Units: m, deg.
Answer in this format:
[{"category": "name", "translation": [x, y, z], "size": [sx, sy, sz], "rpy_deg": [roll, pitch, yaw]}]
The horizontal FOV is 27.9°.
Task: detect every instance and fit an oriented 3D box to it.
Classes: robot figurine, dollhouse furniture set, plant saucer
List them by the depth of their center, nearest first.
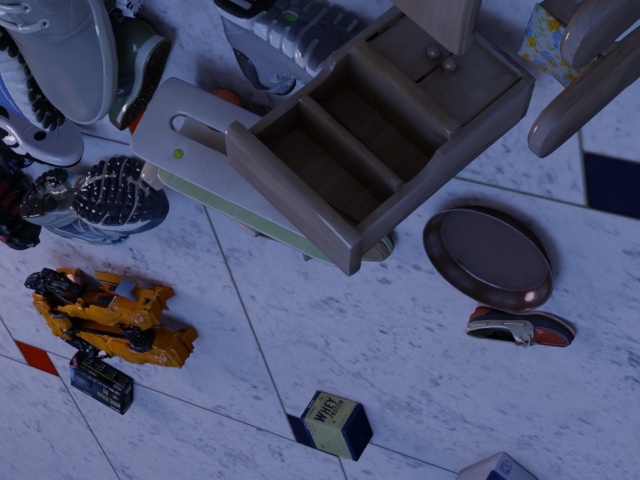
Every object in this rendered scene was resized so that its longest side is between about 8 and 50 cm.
[{"category": "dollhouse furniture set", "translation": [0.060, -0.185, 1.088], "size": [0.362, 0.256, 0.394], "rpy_deg": [43, 161, 18]}, {"category": "plant saucer", "translation": [0.201, 0.016, 1.516], "size": [0.168, 0.029, 0.168], "rpy_deg": [23, 146, 17]}, {"category": "robot figurine", "translation": [-0.350, 0.122, 2.110], "size": [0.291, 0.085, 0.211], "rpy_deg": [10, 140, 33]}]

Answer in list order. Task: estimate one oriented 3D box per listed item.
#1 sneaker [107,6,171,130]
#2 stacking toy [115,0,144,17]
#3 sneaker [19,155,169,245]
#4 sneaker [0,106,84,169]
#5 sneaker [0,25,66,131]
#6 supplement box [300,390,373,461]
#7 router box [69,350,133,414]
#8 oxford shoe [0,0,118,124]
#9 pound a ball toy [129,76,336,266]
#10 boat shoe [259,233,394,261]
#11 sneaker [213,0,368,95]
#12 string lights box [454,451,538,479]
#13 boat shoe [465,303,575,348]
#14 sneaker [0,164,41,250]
[{"category": "sneaker", "translation": [-0.246, -0.218, 1.598], "size": [0.086, 0.064, 0.192], "rpy_deg": [42, 148, 3]}, {"category": "stacking toy", "translation": [-0.296, -0.357, 1.466], "size": [0.167, 0.052, 0.221], "rpy_deg": [15, 142, 29]}, {"category": "sneaker", "translation": [-0.302, -0.046, 1.857], "size": [0.283, 0.110, 0.122], "rpy_deg": [5, 155, 43]}, {"category": "sneaker", "translation": [-0.409, -0.139, 1.842], "size": [0.217, 0.079, 0.121], "rpy_deg": [29, 152, 25]}, {"category": "sneaker", "translation": [-0.426, -0.276, 1.621], "size": [0.147, 0.130, 0.330], "rpy_deg": [15, 143, 25]}, {"category": "supplement box", "translation": [0.026, 0.289, 2.006], "size": [0.083, 0.056, 0.083], "rpy_deg": [13, 142, 31]}, {"category": "router box", "translation": [-0.406, 0.263, 2.388], "size": [0.122, 0.038, 0.092], "rpy_deg": [29, 148, 11]}, {"category": "oxford shoe", "translation": [-0.344, -0.301, 1.424], "size": [0.169, 0.130, 0.449], "rpy_deg": [18, 142, 28]}, {"category": "pound a ball toy", "translation": [-0.085, -0.091, 1.575], "size": [0.319, 0.136, 0.208], "rpy_deg": [26, 171, 16]}, {"category": "boat shoe", "translation": [0.000, 0.000, 1.637], "size": [0.190, 0.072, 0.068], "rpy_deg": [15, 143, 29]}, {"category": "sneaker", "translation": [-0.014, -0.194, 1.403], "size": [0.229, 0.086, 0.132], "rpy_deg": [35, 154, 20]}, {"category": "string lights box", "translation": [0.201, 0.439, 1.848], "size": [0.077, 0.259, 0.133], "rpy_deg": [39, 148, -5]}, {"category": "boat shoe", "translation": [0.245, 0.112, 1.586], "size": [0.137, 0.043, 0.049], "rpy_deg": [12, 139, 30]}, {"category": "sneaker", "translation": [-0.540, -0.095, 1.991], "size": [0.135, 0.097, 0.276], "rpy_deg": [-10, 125, 48]}]
